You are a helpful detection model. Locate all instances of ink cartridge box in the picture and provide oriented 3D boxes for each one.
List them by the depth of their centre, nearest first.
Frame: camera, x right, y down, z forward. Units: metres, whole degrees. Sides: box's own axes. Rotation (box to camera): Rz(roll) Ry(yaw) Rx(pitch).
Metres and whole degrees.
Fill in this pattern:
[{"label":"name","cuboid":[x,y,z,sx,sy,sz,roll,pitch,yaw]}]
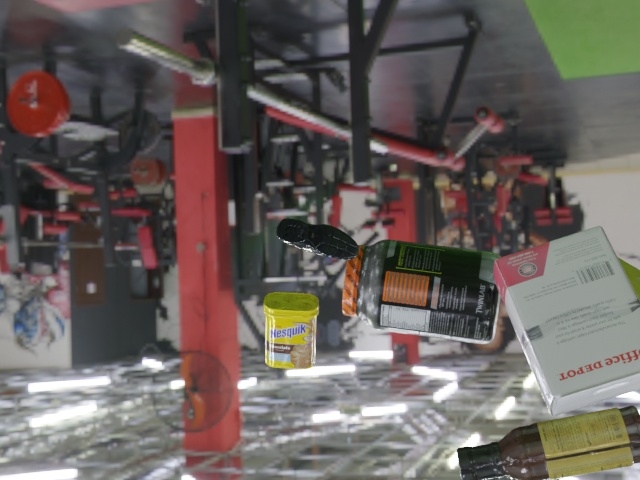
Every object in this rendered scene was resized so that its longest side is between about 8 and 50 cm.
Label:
[{"label":"ink cartridge box","cuboid":[0.453,0.143,1.576,0.207,0.283,0.117,-17,150,1]}]

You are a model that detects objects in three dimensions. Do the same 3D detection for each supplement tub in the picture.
[{"label":"supplement tub","cuboid":[0.227,0.109,1.978,0.337,0.207,0.207,8,179,9]}]

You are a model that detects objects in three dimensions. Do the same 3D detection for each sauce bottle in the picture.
[{"label":"sauce bottle","cuboid":[0.428,0.388,1.653,0.344,0.112,0.111,-11,176,10]}]

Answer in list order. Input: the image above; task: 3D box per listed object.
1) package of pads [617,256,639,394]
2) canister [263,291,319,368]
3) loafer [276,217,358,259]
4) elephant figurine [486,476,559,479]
[{"label":"package of pads","cuboid":[0.679,0.179,1.980,0.229,0.297,0.101,30,135,-7]},{"label":"canister","cuboid":[-0.068,0.210,2.044,0.126,0.170,0.073,3,-150,2]},{"label":"loafer","cuboid":[0.000,0.000,1.722,0.170,0.062,0.061,20,172,20]},{"label":"elephant figurine","cuboid":[0.445,0.470,1.867,0.169,0.186,0.239,31,176,17]}]
